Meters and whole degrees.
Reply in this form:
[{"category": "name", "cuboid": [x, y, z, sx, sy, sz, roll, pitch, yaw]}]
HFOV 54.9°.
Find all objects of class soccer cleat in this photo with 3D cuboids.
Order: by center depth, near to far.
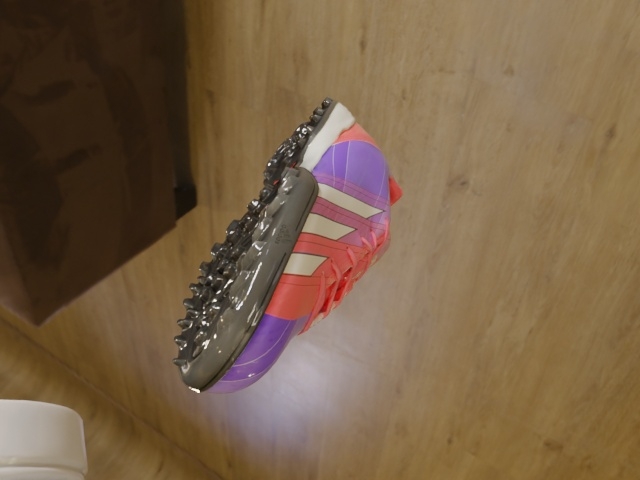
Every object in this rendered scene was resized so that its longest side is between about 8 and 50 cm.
[{"category": "soccer cleat", "cuboid": [0.000, 0.000, 0.444, 0.116, 0.318, 0.109, 41, 121, -13]}]

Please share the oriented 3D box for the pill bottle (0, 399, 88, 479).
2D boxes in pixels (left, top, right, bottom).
[{"category": "pill bottle", "cuboid": [-0.224, 0.321, 0.373, 0.229, 0.229, 0.407, 124, 138, -50]}]
